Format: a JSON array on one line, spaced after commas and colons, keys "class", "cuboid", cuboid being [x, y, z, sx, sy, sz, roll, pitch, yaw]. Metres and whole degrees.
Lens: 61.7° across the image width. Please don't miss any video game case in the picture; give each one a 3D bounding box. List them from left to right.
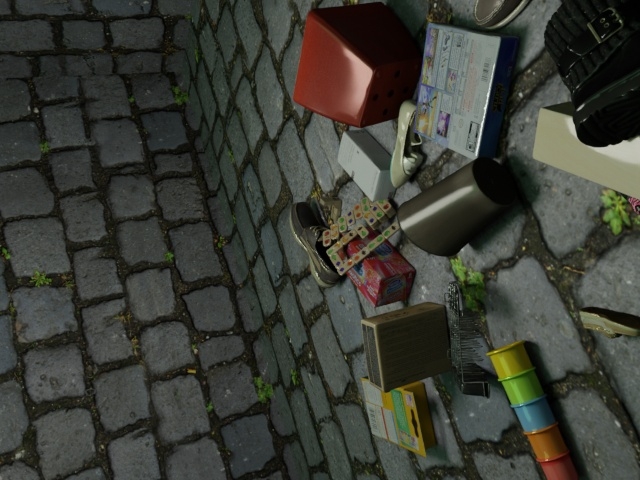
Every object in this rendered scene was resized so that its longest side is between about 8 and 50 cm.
[{"class": "video game case", "cuboid": [0.327, -0.351, 1.248, 0.244, 0.061, 0.269, 43, 137, 50]}]

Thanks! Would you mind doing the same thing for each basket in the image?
[{"class": "basket", "cuboid": [0.327, -0.080, 1.246, 0.227, 0.204, 0.154, -42, 37, 50]}]

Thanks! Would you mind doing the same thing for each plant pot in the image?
[{"class": "plant pot", "cuboid": [0.117, -0.455, 1.449, 0.236, 0.267, 0.267, 47, 142, 28]}]

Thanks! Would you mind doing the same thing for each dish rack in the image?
[{"class": "dish rack", "cuboid": [0.357, 0.236, 1.328, 0.208, 0.074, 0.271, 8, -102, -84]}]

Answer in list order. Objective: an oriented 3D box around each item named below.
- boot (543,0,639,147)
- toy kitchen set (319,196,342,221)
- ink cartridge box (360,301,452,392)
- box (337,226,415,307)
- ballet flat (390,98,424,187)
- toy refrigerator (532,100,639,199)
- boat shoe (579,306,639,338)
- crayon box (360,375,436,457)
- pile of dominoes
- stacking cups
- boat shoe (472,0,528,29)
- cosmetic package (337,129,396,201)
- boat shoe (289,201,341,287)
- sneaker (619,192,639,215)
[{"class": "boot", "cuboid": [0.514, -0.323, 0.798, 0.348, 0.131, 0.260, -24, 50, 40]}, {"class": "toy kitchen set", "cuboid": [0.027, -0.119, 1.953, 0.068, 0.075, 0.083, 45, 135, 51]}, {"class": "ink cartridge box", "cuboid": [0.241, 0.291, 1.490, 0.088, 0.235, 0.193, 6, 105, 64]}, {"class": "box", "cuboid": [0.166, 0.076, 1.682, 0.257, 0.128, 0.122, 52, 143, 45]}, {"class": "ballet flat", "cuboid": [0.243, -0.254, 1.453, 0.086, 0.086, 0.248, 40, 134, 53]}, {"class": "toy refrigerator", "cuboid": [0.507, -0.158, 0.921, 0.269, 0.094, 0.102, 43, 143, 53]}, {"class": "boat shoe", "cuboid": [0.552, 0.161, 1.011, 0.135, 0.050, 0.045, -157, 55, -72]}, {"class": "crayon box", "cuboid": [0.260, 0.554, 1.735, 0.323, 0.083, 0.203, -14, 88, 66]}, {"class": "pile of dominoes", "cuboid": [0.112, -0.037, 1.651, 0.040, 0.251, 0.196, 45, -172, -46]}, {"class": "stacking cups", "cuboid": [0.474, 0.391, 1.206, 0.096, 0.096, 0.316, -44, 61, 61]}, {"class": "boat shoe", "cuboid": [0.377, -0.546, 1.022, 0.116, 0.097, 0.324, 68, 153, 21]}, {"class": "cosmetic package", "cuboid": [0.146, -0.234, 1.650, 0.231, 0.086, 0.117, 56, 147, 42]}, {"class": "boat shoe", "cuboid": [0.000, 0.000, 2.029, 0.130, 0.132, 0.355, -40, 72, 51]}, {"class": "sneaker", "cuboid": [0.550, -0.062, 0.909, 0.119, 0.057, 0.047, -124, 31, -42]}]
